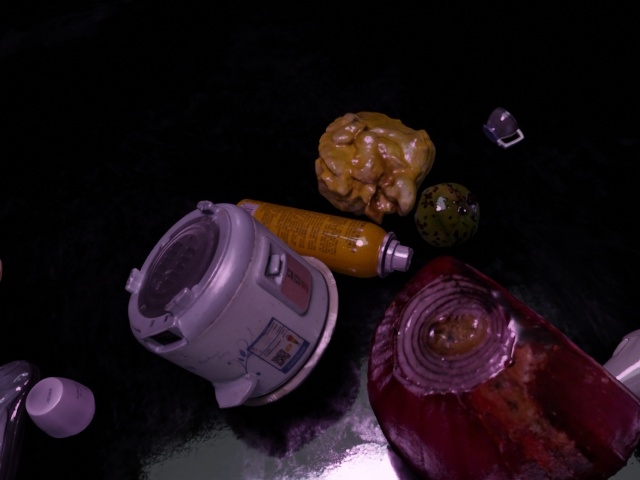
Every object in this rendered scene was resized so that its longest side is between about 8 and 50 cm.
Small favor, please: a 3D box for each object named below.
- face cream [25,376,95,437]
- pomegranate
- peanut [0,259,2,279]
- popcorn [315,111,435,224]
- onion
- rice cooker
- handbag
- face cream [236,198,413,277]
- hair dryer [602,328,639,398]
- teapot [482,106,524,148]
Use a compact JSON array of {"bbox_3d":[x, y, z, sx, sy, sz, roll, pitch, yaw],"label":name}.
[{"bbox_3d":[-0.435,0.278,0.864,0.091,0.095,0.091,-7,51,9],"label":"face cream"},{"bbox_3d":[0.223,-0.049,0.957,0.122,0.122,0.161,-33,18,-12],"label":"pomegranate"},{"bbox_3d":[-0.828,0.095,1.082,0.313,0.149,0.149,-18,51,-6],"label":"peanut"},{"bbox_3d":[0.104,-0.135,1.004,0.233,0.192,0.266,-3,48,-12],"label":"popcorn"},{"bbox_3d":[0.197,0.192,0.660,0.260,0.282,0.336,-48,51,1],"label":"onion"},{"bbox_3d":[-0.123,0.103,0.804,0.264,0.316,0.317,-25,46,28],"label":"rice cooker"},{"bbox_3d":[-0.592,0.353,0.865,0.191,0.075,0.332,-12,54,9],"label":"handbag"},{"bbox_3d":[0.000,0.000,0.968,0.348,0.105,0.105,12,56,22],"label":"face cream"},{"bbox_3d":[0.454,0.252,0.690,0.229,0.092,0.267,-17,60,10],"label":"hair dryer"},{"bbox_3d":[0.385,-0.233,1.089,0.057,0.066,0.088,-42,76,5],"label":"teapot"}]
